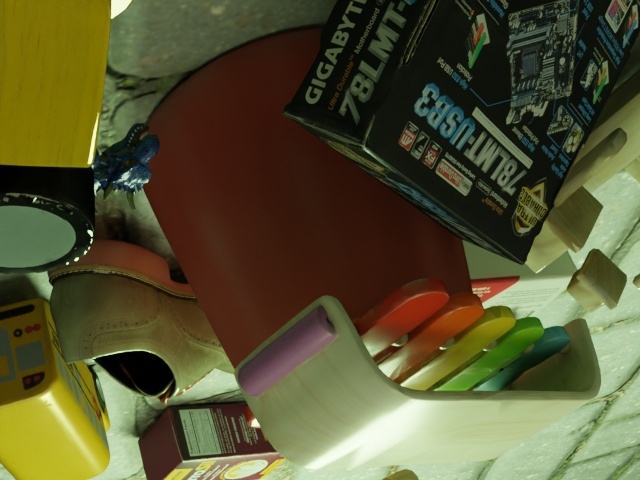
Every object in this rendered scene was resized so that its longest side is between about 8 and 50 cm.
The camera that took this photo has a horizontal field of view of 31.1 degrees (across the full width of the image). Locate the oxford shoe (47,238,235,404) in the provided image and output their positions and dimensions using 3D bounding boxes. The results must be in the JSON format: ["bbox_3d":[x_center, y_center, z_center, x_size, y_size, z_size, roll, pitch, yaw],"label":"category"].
[{"bbox_3d":[-0.155,0.108,1.170,0.123,0.130,0.348,-14,156,29],"label":"oxford shoe"}]

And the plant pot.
[{"bbox_3d":[0.000,0.000,0.972,0.274,0.243,0.275,-15,153,-8],"label":"plant pot"}]

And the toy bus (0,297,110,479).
[{"bbox_3d":[-0.297,0.171,1.213,0.108,0.130,0.333,-17,153,-7],"label":"toy bus"}]

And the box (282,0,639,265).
[{"bbox_3d":[0.131,-0.156,0.782,0.295,0.073,0.293,27,90,-57],"label":"box"}]

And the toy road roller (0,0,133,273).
[{"bbox_3d":[-0.234,-0.130,0.627,0.240,0.203,0.329,3,148,-18],"label":"toy road roller"}]

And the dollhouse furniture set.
[{"bbox_3d":[0.398,0.002,1.111,0.174,0.355,0.303,-45,-177,42],"label":"dollhouse furniture set"}]

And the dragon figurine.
[{"bbox_3d":[-0.241,-0.029,0.862,0.289,0.144,0.085,-36,149,28],"label":"dragon figurine"}]

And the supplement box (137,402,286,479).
[{"bbox_3d":[-0.141,0.281,1.583,0.188,0.081,0.104,2,146,-37],"label":"supplement box"}]

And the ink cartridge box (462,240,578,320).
[{"bbox_3d":[0.133,0.073,1.342,0.197,0.114,0.273,-2,147,-32],"label":"ink cartridge box"}]

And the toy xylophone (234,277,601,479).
[{"bbox_3d":[0.070,0.127,0.893,0.236,0.081,0.322,-36,149,29],"label":"toy xylophone"}]
